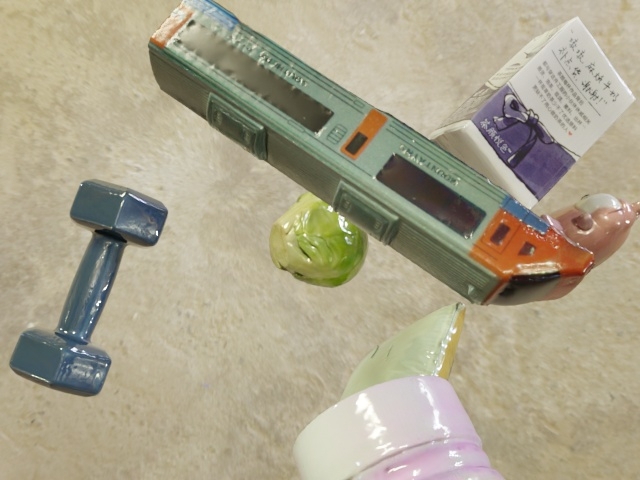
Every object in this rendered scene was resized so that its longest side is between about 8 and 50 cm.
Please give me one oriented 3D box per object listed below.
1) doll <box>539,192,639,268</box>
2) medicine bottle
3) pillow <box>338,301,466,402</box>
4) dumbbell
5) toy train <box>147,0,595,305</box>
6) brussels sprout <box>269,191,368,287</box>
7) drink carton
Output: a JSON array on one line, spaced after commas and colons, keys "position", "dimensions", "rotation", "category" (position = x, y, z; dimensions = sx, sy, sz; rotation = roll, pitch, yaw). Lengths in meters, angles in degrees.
[{"position": [0.332, 0.008, 1.079], "dimensions": [0.262, 0.211, 0.093], "rotation": [-31, 69, 31], "category": "doll"}, {"position": [0.119, 0.330, 0.809], "dimensions": [0.212, 0.212, 0.325], "rotation": [-22, 54, -5], "category": "medicine bottle"}, {"position": [0.117, 0.271, 1.327], "dimensions": [0.119, 0.312, 0.310], "rotation": [36, 47, -11], "category": "pillow"}, {"position": [-0.353, 0.071, 1.191], "dimensions": [0.160, 0.144, 0.324], "rotation": [16, 80, 17], "category": "dumbbell"}, {"position": [0.033, -0.062, 0.659], "dimensions": [0.409, 0.086, 0.089], "rotation": [36, 73, 9], "category": "toy train"}, {"position": [0.003, 0.002, 1.324], "dimensions": [0.181, 0.144, 0.161], "rotation": [-26, 118, -32], "category": "brussels sprout"}, {"position": [0.263, -0.152, 0.959], "dimensions": [0.222, 0.102, 0.134], "rotation": [-43, 100, -14], "category": "drink carton"}]
